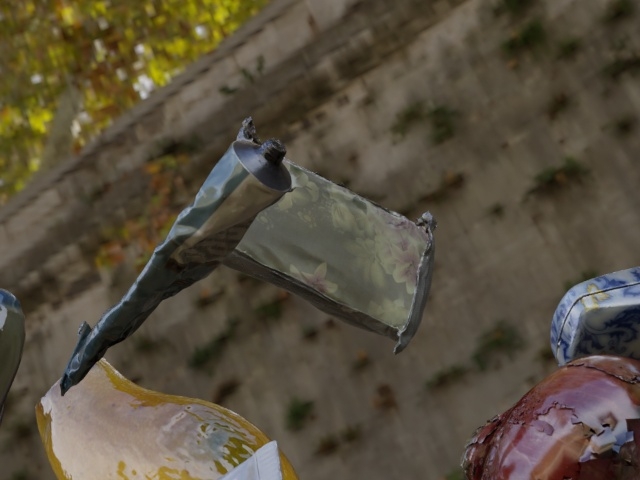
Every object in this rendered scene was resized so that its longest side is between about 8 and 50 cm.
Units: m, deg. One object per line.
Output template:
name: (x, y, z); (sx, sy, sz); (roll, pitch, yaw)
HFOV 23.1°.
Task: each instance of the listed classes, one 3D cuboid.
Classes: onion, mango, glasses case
onion: (0.153, 0.154, 0.994); (0.184, 0.147, 0.184); (-30, -54, -51)
mango: (-0.158, 0.245, 1.616); (0.144, 0.359, 0.187); (-8, -68, -54)
glasses case: (0.300, 0.058, 1.239); (0.248, 0.065, 0.087); (-7, -53, -20)

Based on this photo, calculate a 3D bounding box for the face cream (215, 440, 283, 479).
face cream: (-0.174, 0.367, 1.475); (0.137, 0.234, 0.420); (24, -42, -38)

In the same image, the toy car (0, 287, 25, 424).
toy car: (-0.332, 0.152, 1.006); (0.242, 0.336, 0.226); (17, -26, -9)

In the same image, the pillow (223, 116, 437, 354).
pillow: (0.000, 0.000, 1.516); (0.255, 0.169, 0.059); (28, -30, -22)

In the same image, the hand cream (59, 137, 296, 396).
hand cream: (-0.107, 0.012, 1.109); (0.248, 0.052, 0.075); (-42, -8, 28)
